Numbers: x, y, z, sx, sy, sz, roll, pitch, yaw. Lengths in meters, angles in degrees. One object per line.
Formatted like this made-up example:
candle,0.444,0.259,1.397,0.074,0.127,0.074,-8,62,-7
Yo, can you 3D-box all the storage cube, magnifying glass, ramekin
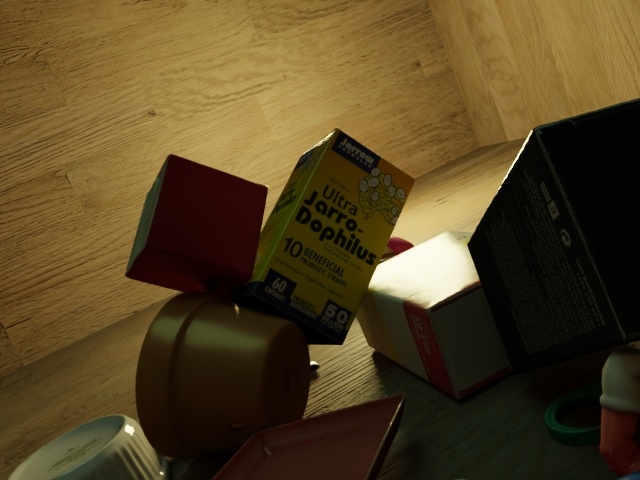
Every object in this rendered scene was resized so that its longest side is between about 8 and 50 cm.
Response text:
storage cube,-0.230,-0.018,1.127,0.193,0.215,0.183,17,-26,-22
magnifying glass,0.384,0.187,0.771,0.231,0.026,0.092,-25,10,-18
ramekin,-0.406,0.411,1.042,0.273,0.127,0.273,-22,9,4

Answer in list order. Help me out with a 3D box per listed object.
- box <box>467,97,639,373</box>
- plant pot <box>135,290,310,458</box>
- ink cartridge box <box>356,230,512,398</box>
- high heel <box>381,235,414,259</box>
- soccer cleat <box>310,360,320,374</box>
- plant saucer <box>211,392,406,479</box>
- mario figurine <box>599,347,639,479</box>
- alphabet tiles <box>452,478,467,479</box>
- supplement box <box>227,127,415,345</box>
box,0.372,0.004,0.709,0.293,0.212,0.395,-16,-18,-1
plant pot,-0.146,0.235,1.048,0.203,0.291,0.291,-1,18,22
ink cartridge box,0.244,0.108,1.110,0.279,0.160,0.384,-25,9,-15
high heel,0.178,0.051,1.914,0.244,0.082,0.117,1,51,38
soccer cleat,-0.039,0.274,1.253,0.083,0.029,0.035,-22,4,-26
plant saucer,-0.023,0.295,0.777,0.258,0.048,0.259,-21,3,21
mario figurine,0.275,0.201,0.469,0.320,0.198,0.170,-30,-3,-14
alphabet tiles,0.080,0.344,0.619,0.284,0.021,0.278,-20,10,14
supplement box,0.000,0.000,1.175,0.356,0.194,0.195,-65,16,-19
